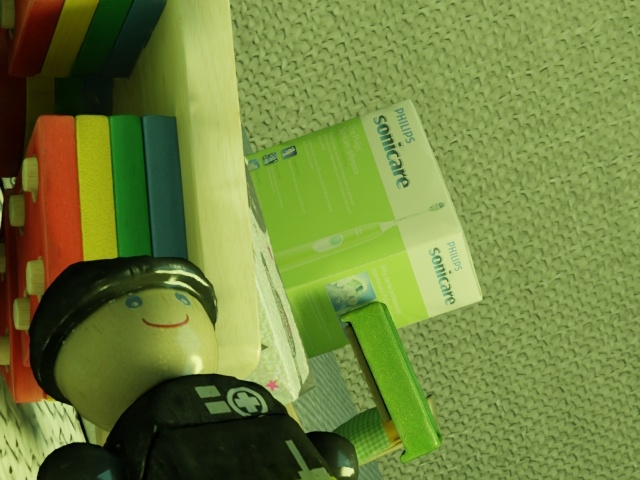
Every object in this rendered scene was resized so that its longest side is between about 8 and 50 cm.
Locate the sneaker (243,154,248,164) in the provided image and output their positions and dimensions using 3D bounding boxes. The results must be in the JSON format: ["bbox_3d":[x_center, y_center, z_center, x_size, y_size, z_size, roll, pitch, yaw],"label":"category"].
[{"bbox_3d":[-0.113,-0.032,1.402,0.090,0.115,0.232,-82,153,-82],"label":"sneaker"}]

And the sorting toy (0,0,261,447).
[{"bbox_3d":[-0.116,-0.032,0.767,0.255,0.089,0.257,135,-48,-64],"label":"sorting toy"}]

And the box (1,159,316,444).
[{"bbox_3d":[-0.108,0.008,1.039,0.163,0.142,0.247,28,42,-85],"label":"box"}]

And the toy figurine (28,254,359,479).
[{"bbox_3d":[-0.068,0.130,0.484,0.148,0.209,0.213,53,-1,36],"label":"toy figurine"}]

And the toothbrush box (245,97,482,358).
[{"bbox_3d":[0.000,0.000,1.620,0.122,0.283,0.206,66,5,-47],"label":"toothbrush box"}]

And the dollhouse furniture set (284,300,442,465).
[{"bbox_3d":[0.010,0.173,1.596,0.301,0.198,0.151,33,32,-83],"label":"dollhouse furniture set"}]
